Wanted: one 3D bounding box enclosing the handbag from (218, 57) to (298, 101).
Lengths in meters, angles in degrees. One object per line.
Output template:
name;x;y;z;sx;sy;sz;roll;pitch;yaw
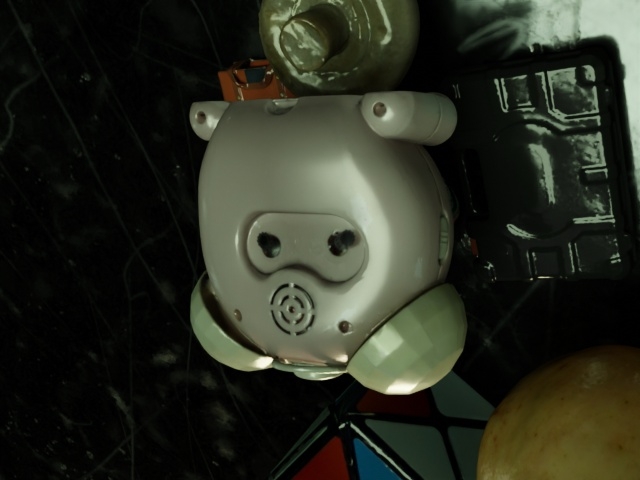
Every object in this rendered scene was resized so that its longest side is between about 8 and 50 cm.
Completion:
handbag;-0.063;-0.166;1.133;0.127;0.063;0.190;2;119;29

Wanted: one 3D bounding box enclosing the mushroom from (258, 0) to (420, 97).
mushroom;0.010;-0.250;0.946;0.207;0.215;0.207;9;116;19

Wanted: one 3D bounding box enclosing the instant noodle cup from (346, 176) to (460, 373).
instant noodle cup;0.052;0.012;1.072;0.244;0.244;0.255;36;120;8

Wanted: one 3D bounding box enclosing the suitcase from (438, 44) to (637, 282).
suitcase;0.270;-0.085;0.980;0.206;0.066;0.286;-3;113;31

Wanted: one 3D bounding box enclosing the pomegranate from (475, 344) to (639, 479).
pomegranate;0.380;0.333;0.942;0.411;0.411;0.411;13;121;23

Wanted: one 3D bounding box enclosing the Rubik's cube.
Rubik's cube;0.108;0.325;1.175;0.248;0.250;0.246;43;127;6

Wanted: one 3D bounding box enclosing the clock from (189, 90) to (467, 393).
clock;0.000;0.000;0.899;0.342;0.184;0.326;5;100;36
